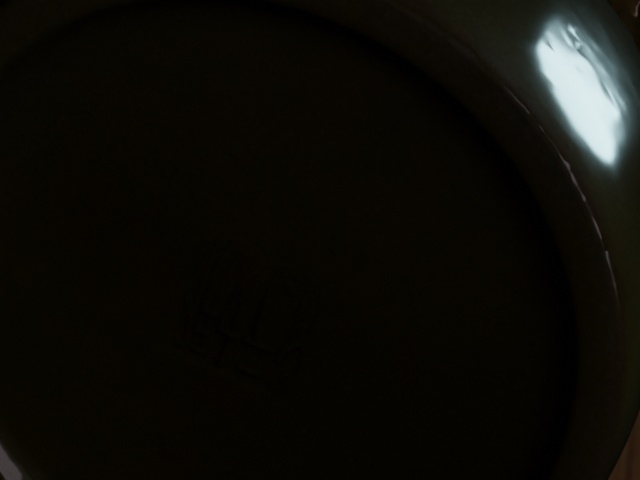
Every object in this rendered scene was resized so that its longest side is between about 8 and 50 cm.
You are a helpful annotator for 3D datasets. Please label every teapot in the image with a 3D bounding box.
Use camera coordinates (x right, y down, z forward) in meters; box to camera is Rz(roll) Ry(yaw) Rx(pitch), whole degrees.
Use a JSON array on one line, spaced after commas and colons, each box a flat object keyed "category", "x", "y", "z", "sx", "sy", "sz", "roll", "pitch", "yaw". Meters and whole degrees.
[{"category": "teapot", "x": 0.000, "y": 0.000, "z": 0.449, "sx": 0.267, "sy": 0.186, "sz": 0.175, "roll": -69, "pitch": 171, "yaw": 27}]

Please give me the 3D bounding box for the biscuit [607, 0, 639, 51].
[{"category": "biscuit", "x": 0.161, "y": -0.132, "z": 0.653, "sx": 0.226, "sy": 0.042, "sz": 0.226, "roll": -7, "pitch": 100, "yaw": -40}]
